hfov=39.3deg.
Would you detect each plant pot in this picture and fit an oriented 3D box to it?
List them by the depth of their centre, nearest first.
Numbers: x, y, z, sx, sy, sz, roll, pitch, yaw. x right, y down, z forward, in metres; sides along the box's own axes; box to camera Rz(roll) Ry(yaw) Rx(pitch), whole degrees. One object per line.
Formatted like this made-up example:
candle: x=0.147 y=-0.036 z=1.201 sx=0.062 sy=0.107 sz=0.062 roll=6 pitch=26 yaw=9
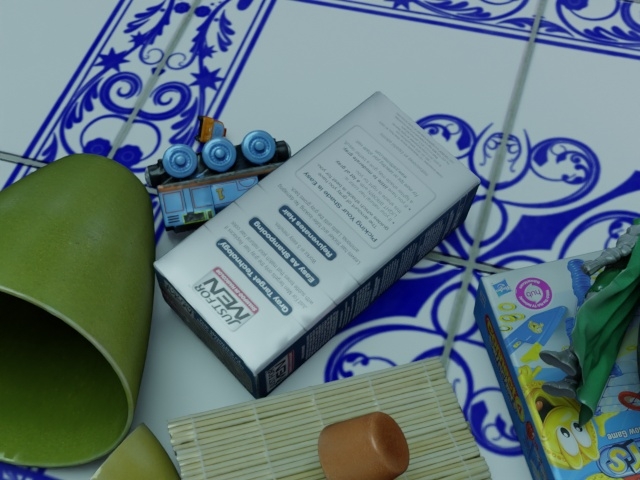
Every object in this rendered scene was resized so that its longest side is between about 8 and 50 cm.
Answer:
plant pot: x=-0.187 y=0.264 z=0.888 sx=0.095 sy=0.134 sz=0.134 roll=41 pitch=67 yaw=1
plant pot: x=-0.292 y=0.044 z=0.973 sx=0.275 sy=0.275 sz=0.293 roll=4 pitch=41 yaw=8

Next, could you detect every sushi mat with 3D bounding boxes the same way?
sushi mat: x=0.013 y=0.213 z=0.905 sx=0.316 sy=0.019 sz=0.151 roll=-10 pitch=55 yaw=-21

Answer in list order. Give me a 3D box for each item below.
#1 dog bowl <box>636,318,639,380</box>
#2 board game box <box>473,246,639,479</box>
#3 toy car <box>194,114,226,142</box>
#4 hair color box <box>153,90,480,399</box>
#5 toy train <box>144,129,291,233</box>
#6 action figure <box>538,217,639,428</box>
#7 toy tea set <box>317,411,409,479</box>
dog bowl: x=0.461 y=0.110 z=0.830 sx=0.349 sy=0.102 sz=0.349 roll=-1 pitch=56 yaw=1
board game box: x=0.352 y=0.151 z=0.927 sx=0.308 sy=0.086 sz=0.302 roll=-13 pitch=57 yaw=-3
toy car: x=-0.148 y=-0.109 z=1.178 sx=0.040 sy=0.060 sz=0.122 roll=7 pitch=81 yaw=-13
hair color box: x=0.000 y=0.000 z=1.032 sx=0.347 sy=0.105 sz=0.174 roll=-39 pitch=71 yaw=-20
toy train: x=-0.121 y=-0.072 z=1.108 sx=0.184 sy=0.080 sz=0.105 roll=-11 pitch=89 yaw=-11
action figure: x=0.287 y=0.055 z=0.887 sx=0.063 sy=0.137 sz=0.232 roll=19 pitch=51 yaw=31
toy tea set: x=0.060 y=0.322 z=0.788 sx=0.124 sy=0.200 sz=0.336 roll=-31 pitch=47 yaw=27
